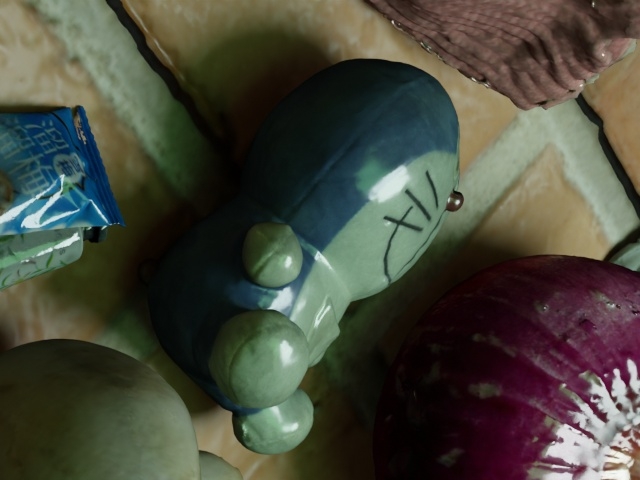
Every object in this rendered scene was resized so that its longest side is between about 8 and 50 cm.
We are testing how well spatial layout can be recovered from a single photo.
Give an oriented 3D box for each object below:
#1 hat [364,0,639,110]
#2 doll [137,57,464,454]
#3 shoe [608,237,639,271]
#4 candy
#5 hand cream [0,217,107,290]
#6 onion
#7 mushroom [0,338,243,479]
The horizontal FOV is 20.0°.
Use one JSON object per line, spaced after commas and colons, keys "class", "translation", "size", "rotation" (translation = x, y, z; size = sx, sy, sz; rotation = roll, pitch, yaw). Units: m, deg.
{"class": "hat", "translation": [0.097, -0.208, 1.195], "size": [0.286, 0.237, 0.107], "rotation": [28, 51, -13]}
{"class": "doll", "translation": [0.000, 0.000, 1.206], "size": [0.258, 0.154, 0.228], "rotation": [-45, 161, -10]}
{"class": "shoe", "translation": [0.273, 0.092, 1.475], "size": [0.099, 0.125, 0.227], "rotation": [42, 79, -37]}
{"class": "candy", "translation": [-0.188, -0.042, 1.094], "size": [0.136, 0.038, 0.088], "rotation": [-5, 68, -38]}
{"class": "hand cream", "translation": [-0.220, 0.015, 1.099], "size": [0.194, 0.042, 0.067], "rotation": [-21, 103, -31]}
{"class": "onion", "translation": [0.155, 0.137, 1.329], "size": [0.230, 0.272, 0.256], "rotation": [4, 66, -35]}
{"class": "mushroom", "translation": [-0.154, 0.165, 1.108], "size": [0.206, 0.206, 0.209], "rotation": [-57, 162, -9]}
